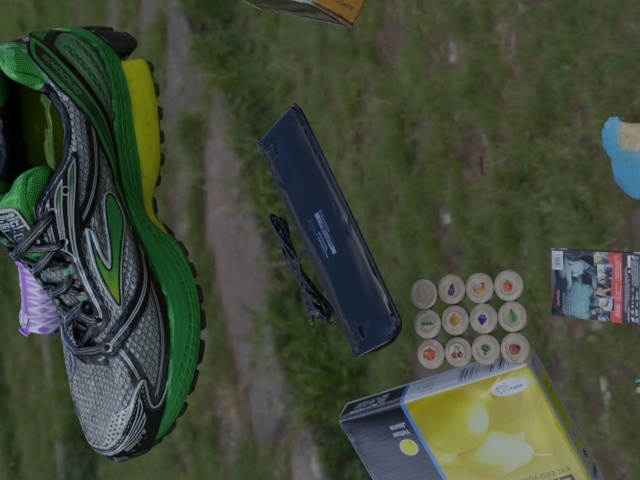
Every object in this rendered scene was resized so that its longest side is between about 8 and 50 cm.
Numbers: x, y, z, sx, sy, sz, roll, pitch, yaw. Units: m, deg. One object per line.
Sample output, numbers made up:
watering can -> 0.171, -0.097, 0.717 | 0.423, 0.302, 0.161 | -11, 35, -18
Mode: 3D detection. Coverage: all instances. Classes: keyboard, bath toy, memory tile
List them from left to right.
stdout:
keyboard -> 0.000, 0.000, 1.365 | 0.201, 0.033, 0.317 | -37, 74, 57
memory tile -> 0.178, 0.095, 1.271 | 0.148, 0.012, 0.113 | -8, 83, 32
bath toy -> 0.632, -0.171, 1.784 | 0.129, 0.348, 0.151 | 53, 141, 38

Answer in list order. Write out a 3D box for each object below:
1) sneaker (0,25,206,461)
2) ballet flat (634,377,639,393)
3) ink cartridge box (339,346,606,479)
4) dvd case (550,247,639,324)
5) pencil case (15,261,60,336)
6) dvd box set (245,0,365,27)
sneaker -> -0.195, 0.007, 0.830 | 0.134, 0.146, 0.343 | -11, 93, 34
ballet flat -> 0.462, 0.161, 1.234 | 0.073, 0.206, 0.067 | 139, 114, -75
ink cartridge box -> 0.226, 0.322, 1.501 | 0.307, 0.304, 0.072 | 60, -152, -12
dvd case -> 0.334, 0.054, 1.293 | 0.119, 0.013, 0.087 | 3, 97, 41
pencil case -> -0.493, 0.077, 1.858 | 0.086, 0.088, 0.206 | 37, 139, 27
dvd box set -> 0.048, -0.445, 1.170 | 0.420, 0.062, 0.307 | -64, 27, 4
